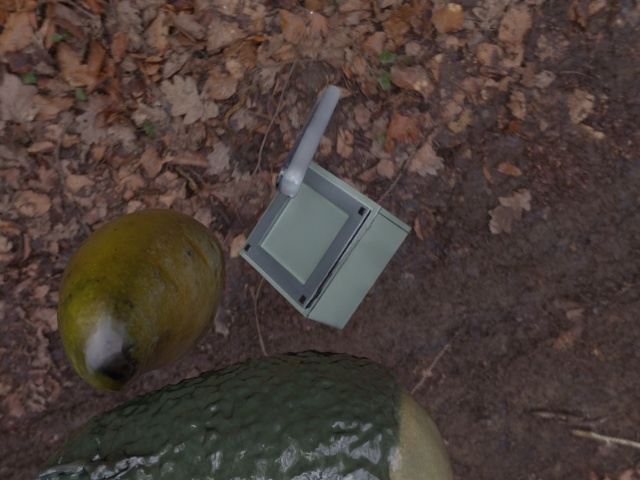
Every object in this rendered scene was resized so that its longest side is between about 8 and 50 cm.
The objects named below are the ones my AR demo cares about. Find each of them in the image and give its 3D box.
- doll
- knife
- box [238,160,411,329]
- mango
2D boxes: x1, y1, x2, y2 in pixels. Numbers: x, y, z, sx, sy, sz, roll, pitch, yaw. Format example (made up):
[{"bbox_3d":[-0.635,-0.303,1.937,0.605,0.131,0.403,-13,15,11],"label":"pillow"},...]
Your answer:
[{"bbox_3d":[-0.062,0.221,0.534,0.349,0.247,0.247,-5,110,6],"label":"doll"},{"bbox_3d":[-0.019,-0.172,1.069,0.041,0.265,0.073,22,141,-1],"label":"knife"},{"bbox_3d":[0.000,0.000,1.123,0.117,0.225,0.225,28,98,-49],"label":"box"},{"bbox_3d":[-0.209,0.059,0.718,0.175,0.329,0.176,-44,86,12],"label":"mango"}]
